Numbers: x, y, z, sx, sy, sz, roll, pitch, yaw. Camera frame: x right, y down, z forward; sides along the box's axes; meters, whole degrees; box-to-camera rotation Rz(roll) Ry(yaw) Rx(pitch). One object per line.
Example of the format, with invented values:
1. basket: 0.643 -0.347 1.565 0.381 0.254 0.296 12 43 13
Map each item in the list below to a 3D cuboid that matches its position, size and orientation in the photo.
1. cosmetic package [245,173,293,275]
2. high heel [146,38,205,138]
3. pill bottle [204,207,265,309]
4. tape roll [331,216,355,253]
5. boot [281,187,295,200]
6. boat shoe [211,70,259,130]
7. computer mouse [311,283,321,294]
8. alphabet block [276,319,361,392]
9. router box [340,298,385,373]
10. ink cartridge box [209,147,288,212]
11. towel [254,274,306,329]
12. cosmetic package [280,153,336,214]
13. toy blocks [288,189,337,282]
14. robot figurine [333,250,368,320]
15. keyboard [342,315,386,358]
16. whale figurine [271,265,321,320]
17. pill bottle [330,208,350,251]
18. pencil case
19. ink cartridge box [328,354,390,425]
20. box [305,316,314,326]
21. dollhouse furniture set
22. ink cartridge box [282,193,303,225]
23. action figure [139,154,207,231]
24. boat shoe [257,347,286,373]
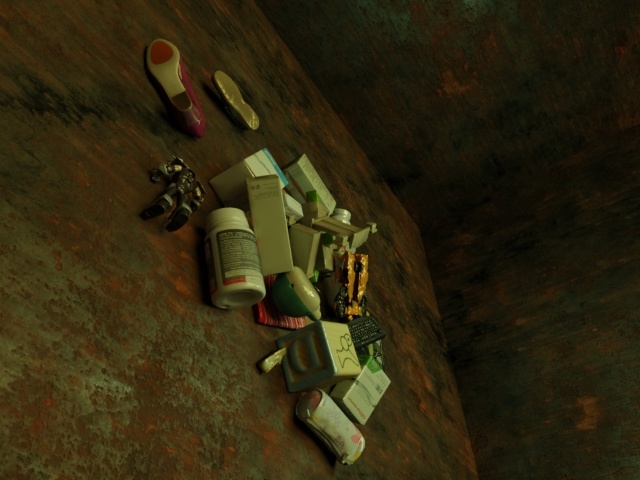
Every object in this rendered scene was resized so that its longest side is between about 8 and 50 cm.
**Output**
1. cosmetic package: -0.171 -0.057 1.589 0.160 0.113 0.310 -127 -151 -75
2. high heel: -0.519 -0.543 1.712 0.181 0.127 0.377 84 -16 -68
3. pill bottle: -0.269 0.052 1.463 0.161 0.161 0.283 30 40 -53
4. tape roll: 0.095 -0.016 2.451 0.219 0.072 0.219 48 26 -32
5. boot: -0.164 -0.222 2.090 0.248 0.090 0.207 30 41 -48
6. boat shoe: -0.377 -0.582 2.028 0.285 0.092 0.103 50 45 -34
7. computer mouse: -0.087 0.125 1.843 0.242 0.041 0.071 41 -5 -11
8. alphabet block: -0.004 0.395 1.622 0.197 0.193 0.192 25 45 -57
9. router box: 0.185 0.442 2.126 0.243 0.081 0.309 47 27 -32
10. ink cartridge box: -0.260 -0.214 1.765 0.168 0.171 0.233 58 22 -12
11. towel: -0.146 0.211 1.693 0.275 0.031 0.199 23 50 -52
12. cosmetic package: -0.063 -0.246 2.289 0.296 0.129 0.153 56 22 -15
13. toy blocks: 0.001 0.004 2.075 0.261 0.190 0.382 28 53 -68
14. robot figurine: 0.129 0.197 2.036 0.211 0.085 0.291 14 81 -47
15. keyboard: 0.161 0.417 1.958 0.317 0.033 0.201 -11 56 -43
16. whale figurine: -0.082 0.202 1.670 0.216 0.141 0.272 56 -2 21
17. pill bottle: 0.077 -0.037 2.274 0.121 0.121 0.216 40 58 -44
18. pencil case: 0.032 0.613 1.564 0.273 0.113 0.124 55 43 -20
19. ink cartridge box: 0.149 0.559 1.794 0.208 0.087 0.153 -48 113 -32
20. box: -0.082 0.232 1.857 0.201 0.021 0.164 57 23 -16
21. dollhouse furniture set: 0.000 0.000 1.854 0.355 0.303 0.174 -21 128 -56
22. ink cartridge box: -0.159 -0.104 1.885 0.109 0.150 0.063 35 31 -48
23. action figure: -0.431 -0.144 1.427 0.185 0.099 0.285 44 25 -24
24. boat shoe: -0.150 0.380 1.515 0.135 0.050 0.045 -21 87 -58
